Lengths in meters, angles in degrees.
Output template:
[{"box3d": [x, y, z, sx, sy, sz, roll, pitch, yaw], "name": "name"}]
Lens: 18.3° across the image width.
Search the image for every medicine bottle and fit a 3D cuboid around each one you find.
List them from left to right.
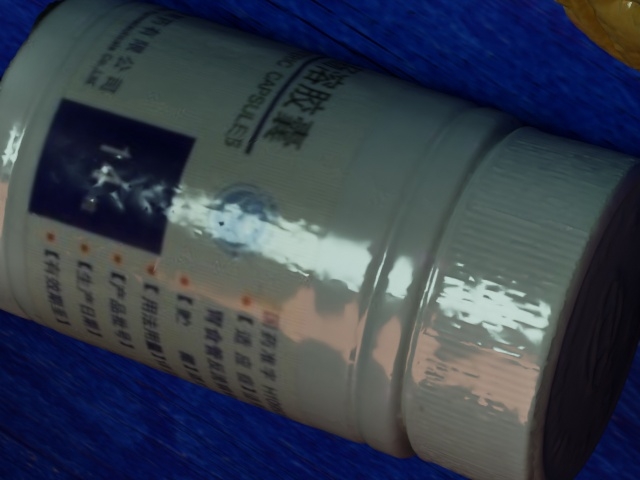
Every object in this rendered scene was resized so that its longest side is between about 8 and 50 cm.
[{"box3d": [0.000, 0.000, 1.048, 0.332, 0.190, 0.190, 19, 140, 17], "name": "medicine bottle"}]

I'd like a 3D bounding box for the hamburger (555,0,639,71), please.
[{"box3d": [0.144, -0.178, 0.750, 0.209, 0.162, 0.330, 28, 168, 36], "name": "hamburger"}]
